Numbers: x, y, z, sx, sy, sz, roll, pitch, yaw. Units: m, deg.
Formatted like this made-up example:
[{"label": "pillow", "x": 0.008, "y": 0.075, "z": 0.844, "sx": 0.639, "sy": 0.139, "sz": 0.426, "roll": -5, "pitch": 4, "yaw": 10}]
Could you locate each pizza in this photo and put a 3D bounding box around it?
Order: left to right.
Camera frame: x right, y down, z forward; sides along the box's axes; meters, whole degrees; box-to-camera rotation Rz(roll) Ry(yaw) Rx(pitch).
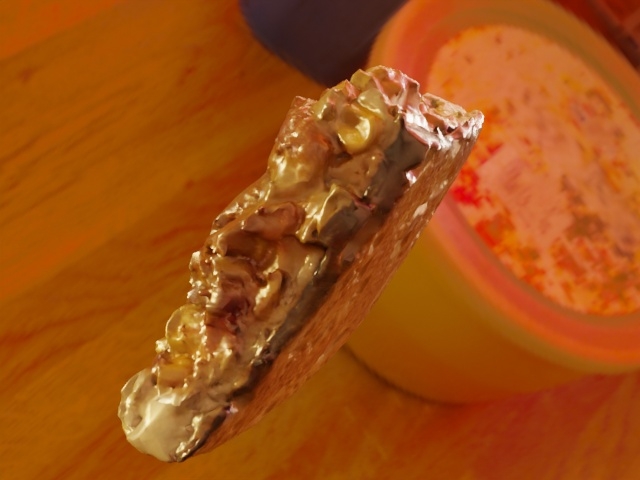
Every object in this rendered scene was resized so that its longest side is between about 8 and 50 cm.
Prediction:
[{"label": "pizza", "x": 0.000, "y": 0.000, "z": 1.024, "sx": 0.114, "sy": 0.277, "sz": 0.409, "roll": 31, "pitch": 61, "yaw": 14}]
